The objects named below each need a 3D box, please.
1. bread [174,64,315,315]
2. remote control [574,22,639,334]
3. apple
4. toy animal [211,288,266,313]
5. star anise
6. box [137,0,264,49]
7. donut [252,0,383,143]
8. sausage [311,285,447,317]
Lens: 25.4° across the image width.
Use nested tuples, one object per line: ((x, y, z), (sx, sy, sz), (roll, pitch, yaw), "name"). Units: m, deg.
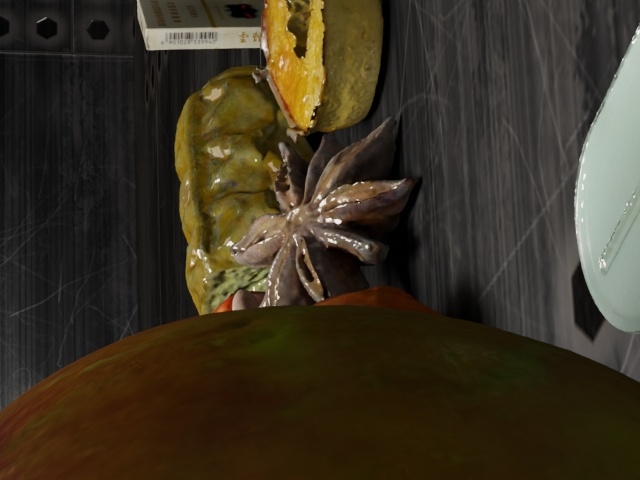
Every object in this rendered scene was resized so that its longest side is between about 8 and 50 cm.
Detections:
((-0.067, -0.046, 1.321), (0.152, 0.130, 0.267), (-33, 46, 26), "bread")
((0.155, -0.058, 0.534), (0.247, 0.052, 0.104), (106, 158, -49), "remote control")
((0.017, 0.200, 0.510), (0.384, 0.374, 0.374), (126, 142, -60), "apple")
((-0.048, 0.128, 1.177), (0.197, 0.171, 0.171), (125, 143, -68), "toy animal")
((0.000, 0.000, 1.069), (0.195, 0.065, 0.182), (-9, 57, 45), "star anise")
((-0.078, -0.196, 1.282), (0.090, 0.167, 0.024), (-115, 25, -61), "box")
((0.001, -0.158, 1.156), (0.181, 0.078, 0.146), (-130, 40, -60), "donut")
((0.027, 0.162, 0.889), (0.153, 0.141, 0.268), (145, 125, -74), "sausage")
